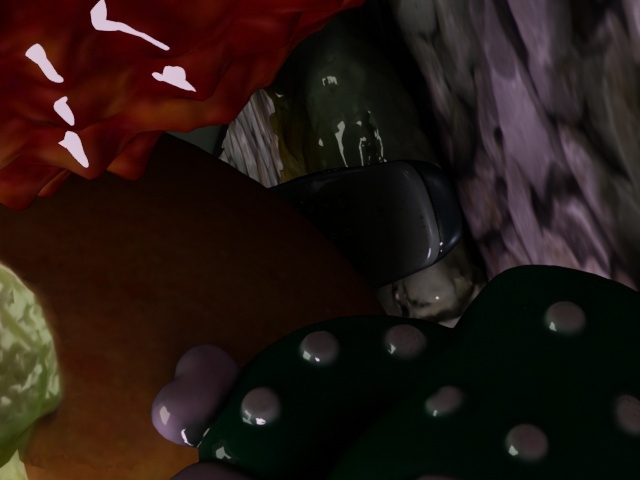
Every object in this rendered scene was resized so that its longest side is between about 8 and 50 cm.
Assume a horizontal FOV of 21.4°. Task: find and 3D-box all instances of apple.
[{"bbox_3d":[-0.108,0.109,0.789,0.339,0.339,0.340,164,90,-81],"label":"apple"}]

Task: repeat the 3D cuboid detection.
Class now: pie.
[{"bbox_3d":[0.030,-0.003,1.030,0.306,0.071,0.306,165,90,-82],"label":"pie"}]

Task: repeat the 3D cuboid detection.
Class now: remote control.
[{"bbox_3d":[0.000,0.000,0.907,0.222,0.042,0.072,-16,90,57],"label":"remote control"}]

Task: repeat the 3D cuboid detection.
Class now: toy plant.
[{"bbox_3d":[0.058,0.124,0.603,0.112,0.232,0.243,94,171,-60],"label":"toy plant"}]

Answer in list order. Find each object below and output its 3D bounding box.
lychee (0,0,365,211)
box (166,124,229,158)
[{"bbox_3d":[-0.127,-0.217,0.597,0.424,0.500,0.425,14,112,39],"label":"lychee"},{"bbox_3d":[-0.141,-0.156,1.033,0.225,0.225,0.117,-77,7,-67],"label":"box"}]
